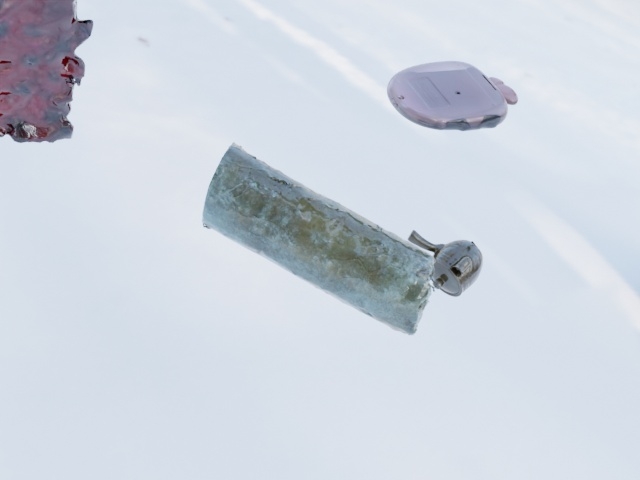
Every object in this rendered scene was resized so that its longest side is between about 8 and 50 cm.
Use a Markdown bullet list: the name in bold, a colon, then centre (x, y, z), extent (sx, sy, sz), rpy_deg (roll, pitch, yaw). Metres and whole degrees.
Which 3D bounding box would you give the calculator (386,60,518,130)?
- **calculator**: centre (0.146, -0.158, 1.165), extent (0.166, 0.024, 0.103), rpy_deg (-12, 52, -32)

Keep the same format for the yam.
- **yam**: centre (0.000, 0.000, 1.090), extent (0.259, 0.093, 0.093), rpy_deg (29, 22, 8)

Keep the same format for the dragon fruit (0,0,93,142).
- **dragon fruit**: centre (-0.336, -0.231, 0.760), extent (0.329, 0.286, 0.228), rpy_deg (-3, 54, -16)

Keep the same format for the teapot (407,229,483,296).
- **teapot**: centre (0.171, 0.019, 1.467), extent (0.080, 0.085, 0.110), rpy_deg (-41, 87, -23)
